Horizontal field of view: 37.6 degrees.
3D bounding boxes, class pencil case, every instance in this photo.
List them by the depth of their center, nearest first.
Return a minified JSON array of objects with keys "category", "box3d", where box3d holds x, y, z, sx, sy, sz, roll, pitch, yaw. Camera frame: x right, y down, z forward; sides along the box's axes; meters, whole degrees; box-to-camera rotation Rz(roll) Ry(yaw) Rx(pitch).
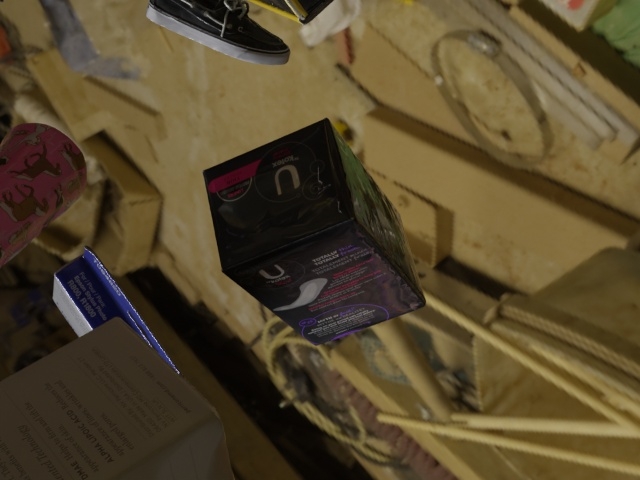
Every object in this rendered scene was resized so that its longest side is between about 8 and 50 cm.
[{"category":"pencil case","box3d":[-0.511,-0.029,1.418,0.160,0.386,0.167,35,129,-4]}]

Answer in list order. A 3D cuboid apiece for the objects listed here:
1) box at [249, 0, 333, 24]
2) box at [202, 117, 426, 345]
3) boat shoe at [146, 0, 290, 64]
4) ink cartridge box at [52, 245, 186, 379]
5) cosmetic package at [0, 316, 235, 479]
[{"category":"box","box3d":[-0.114,-0.348,0.813,0.322,0.079,0.257,50,-178,-25]},{"category":"box","box3d":[0.000,0.000,1.129,0.270,0.165,0.143,47,-155,-57]},{"category":"boat shoe","box3d":[-0.197,-0.454,1.925,0.306,0.113,0.105,23,119,-3]},{"category":"ink cartridge box","box3d":[-0.225,0.125,1.069,0.223,0.045,0.224,54,159,1]},{"category":"cosmetic package","box3d":[-0.251,0.253,0.682,0.156,0.385,0.217,32,143,40]}]
